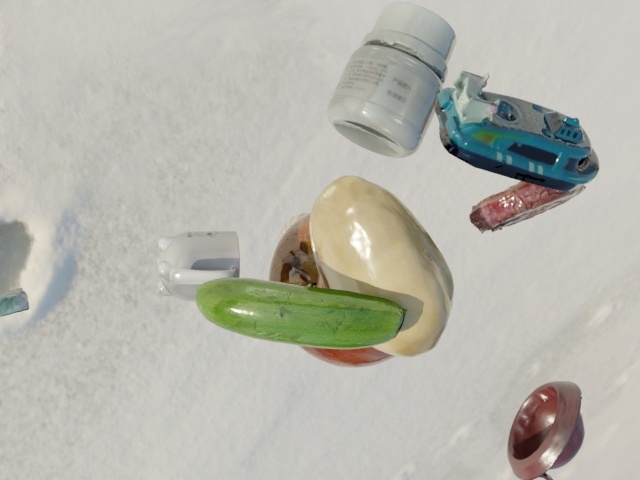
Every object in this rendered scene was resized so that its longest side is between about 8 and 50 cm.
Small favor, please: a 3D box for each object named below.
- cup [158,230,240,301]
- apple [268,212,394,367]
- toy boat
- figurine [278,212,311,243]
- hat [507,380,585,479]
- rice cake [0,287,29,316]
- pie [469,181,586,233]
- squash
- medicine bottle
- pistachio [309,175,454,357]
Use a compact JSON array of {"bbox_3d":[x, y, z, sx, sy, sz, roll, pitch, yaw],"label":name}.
[{"bbox_3d":[-0.224,0.060,1.062,0.141,0.174,0.134,1,127,-17],"label":"cup"},{"bbox_3d":[0.063,0.098,1.231,0.276,0.348,0.349,7,118,-43],"label":"apple"},{"bbox_3d":[0.321,-0.167,0.876,0.298,0.134,0.092,9,145,-22],"label":"toy boat"},{"bbox_3d":[-0.029,-0.007,1.761,0.204,0.332,0.185,8,103,-9],"label":"figurine"},{"bbox_3d":[0.430,0.358,1.080,0.206,0.089,0.205,-59,179,-1],"label":"hat"},{"bbox_3d":[-0.664,0.137,1.100,0.210,0.034,0.043,-16,113,-43],"label":"rice cake"},{"bbox_3d":[0.365,-0.068,1.030,0.204,0.054,0.218,-30,166,39],"label":"pie"},{"bbox_3d":[-0.033,0.099,0.781,0.292,0.082,0.082,7,128,8],"label":"squash"},{"bbox_3d":[0.177,-0.381,1.400,0.245,0.245,0.307,29,84,-45],"label":"medicine bottle"},{"bbox_3d":[0.089,0.043,0.883,0.187,0.187,0.299,-34,96,-9],"label":"pistachio"}]
